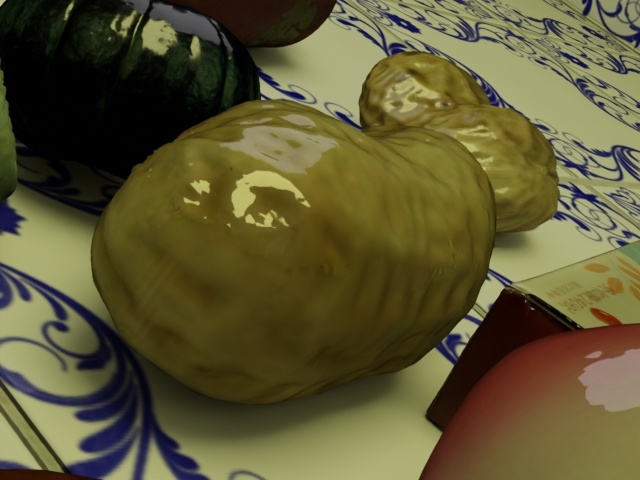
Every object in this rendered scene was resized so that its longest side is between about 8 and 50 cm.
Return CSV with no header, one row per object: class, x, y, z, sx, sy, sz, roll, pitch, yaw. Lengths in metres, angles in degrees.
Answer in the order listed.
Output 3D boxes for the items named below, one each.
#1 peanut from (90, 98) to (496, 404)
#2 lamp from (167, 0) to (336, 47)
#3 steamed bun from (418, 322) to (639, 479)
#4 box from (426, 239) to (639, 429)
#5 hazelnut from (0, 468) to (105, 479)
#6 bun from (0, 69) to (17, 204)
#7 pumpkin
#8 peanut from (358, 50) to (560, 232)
peanut,0.000,0.000,0.825,0.192,0.169,0.387,40,21,24
lamp,-0.080,-0.286,1.348,0.180,0.180,0.258,37,22,19
steamed bun,0.147,0.155,0.484,0.309,0.309,0.309,24,23,-11
box,0.318,0.148,0.935,0.344,0.122,0.385,38,24,23
hazelnut,-0.083,0.166,0.341,0.251,0.217,0.217,-11,42,-35
bun,-0.241,-0.104,0.735,0.108,0.221,0.221,-12,35,-11
pumpkin,-0.138,-0.114,0.900,0.202,0.140,0.202,20,-1,0
peanut,0.131,-0.098,1.254,0.197,0.110,0.233,-1,36,-42
